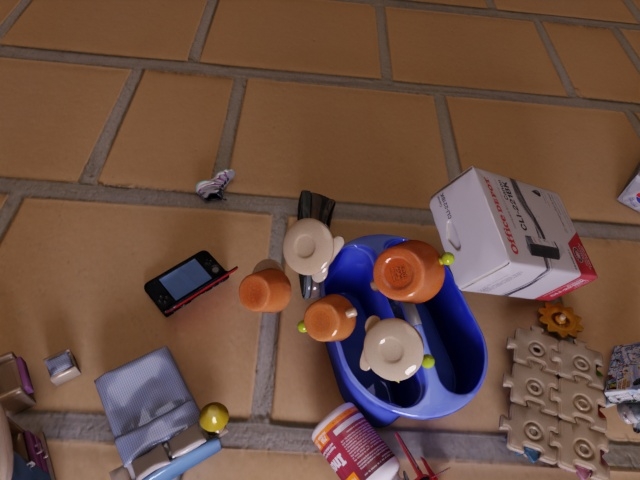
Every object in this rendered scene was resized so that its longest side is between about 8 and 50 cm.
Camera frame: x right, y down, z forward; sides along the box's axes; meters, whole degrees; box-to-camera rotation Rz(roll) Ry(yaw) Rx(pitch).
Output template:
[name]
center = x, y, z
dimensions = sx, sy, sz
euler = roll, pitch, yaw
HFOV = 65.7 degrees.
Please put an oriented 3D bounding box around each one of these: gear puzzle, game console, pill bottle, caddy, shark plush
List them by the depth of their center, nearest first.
[pill bottle]
center = 0.062, 0.329, 0.745
dimensions = 0.086, 0.086, 0.152
euler = -29, 59, -26
[caddy]
center = 0.129, 0.144, 0.841
dimensions = 0.241, 0.179, 0.341
euler = -9, 53, -14
[shark plush]
center = 0.567, 0.266, 0.861
dimensions = 0.161, 0.067, 0.073
euler = -27, 59, -25
[gear puzzle]
center = 0.412, 0.243, 0.885
dimensions = 0.175, 0.044, 0.339
euler = 17, 49, 9
[game console]
center = -0.243, 0.069, 0.921
dimensions = 0.144, 0.085, 0.124
euler = -33, 62, -28

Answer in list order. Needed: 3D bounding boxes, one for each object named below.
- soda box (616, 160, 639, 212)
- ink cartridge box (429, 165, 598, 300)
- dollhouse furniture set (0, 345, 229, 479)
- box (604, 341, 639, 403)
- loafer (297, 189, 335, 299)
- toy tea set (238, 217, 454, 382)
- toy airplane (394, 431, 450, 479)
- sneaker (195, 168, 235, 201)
[soda box]
center = 0.849, -0.180, 1.231
dimensions = 0.098, 0.091, 0.286
euler = 36, 57, 20
[ink cartridge box]
center = 0.356, -0.005, 0.919
dimensions = 0.273, 0.114, 0.197
euler = 8, 57, -33
[dollhouse furniture set]
center = -0.323, 0.216, 0.723
dimensions = 0.303, 0.198, 0.286
euler = -22, 57, -22
[box]
center = 0.554, 0.225, 0.859
dimensions = 0.137, 0.094, 0.027
euler = -39, 100, -46
[loafer]
center = 0.000, 0.000, 1.000
dimensions = 0.084, 0.096, 0.267
euler = 5, 49, -10
[toy tea set]
center = 0.037, 0.071, 0.773
dimensions = 0.336, 0.200, 0.124
euler = 17, 6, 25
[toy airplane]
center = 0.156, 0.350, 0.729
dimensions = 0.028, 0.151, 0.151
euler = -44, 58, 15
[sneaker]
center = -0.221, -0.115, 1.103
dimensions = 0.098, 0.038, 0.069
euler = -32, 62, -16
